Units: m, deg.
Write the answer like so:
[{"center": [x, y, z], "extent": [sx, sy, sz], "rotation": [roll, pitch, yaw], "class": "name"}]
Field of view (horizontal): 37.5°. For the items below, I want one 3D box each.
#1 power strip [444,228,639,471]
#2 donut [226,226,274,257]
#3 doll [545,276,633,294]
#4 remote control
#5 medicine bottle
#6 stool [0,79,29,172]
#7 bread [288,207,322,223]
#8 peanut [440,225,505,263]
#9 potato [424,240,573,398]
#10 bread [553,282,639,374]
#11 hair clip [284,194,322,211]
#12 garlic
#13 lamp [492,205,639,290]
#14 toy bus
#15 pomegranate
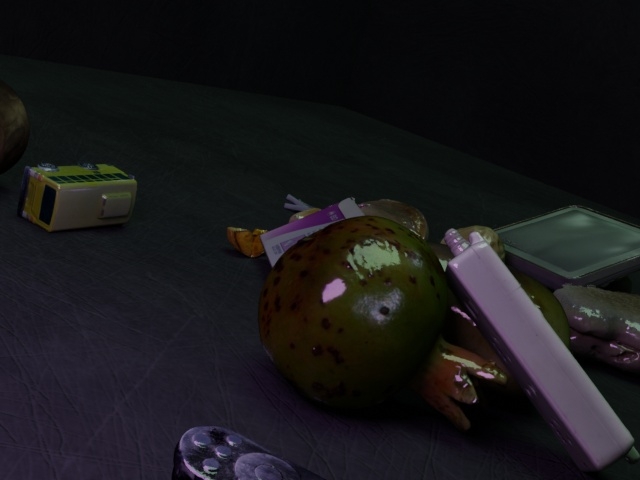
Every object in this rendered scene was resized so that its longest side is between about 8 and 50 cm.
[{"center": [0.241, 0.125, 1.091], "extent": [0.338, 0.058, 0.098], "rotation": [56, -4, 13], "class": "power strip"}, {"center": [-0.118, -0.007, 1.569], "extent": [0.037, 0.067, 0.083], "rotation": [5, 36, 42], "class": "donut"}, {"center": [0.463, 0.066, 1.832], "extent": [0.155, 0.113, 0.275], "rotation": [33, -3, -37], "class": "doll"}, {"center": [-0.005, 0.238, 0.773], "extent": [0.265, 0.066, 0.090], "rotation": [24, 29, 14], "class": "remote control"}, {"center": [0.000, 0.011, 1.478], "extent": [0.171, 0.052, 0.201], "rotation": [-23, 21, -2], "class": "medicine bottle"}, {"center": [-0.565, -0.157, 1.416], "extent": [0.179, 0.179, 0.264], "rotation": [16, 13, -1], "class": "stool"}, {"center": [0.001, 0.000, 1.640], "extent": [0.125, 0.082, 0.106], "rotation": [32, 29, 19], "class": "bread"}, {"center": [0.259, 0.047, 1.618], "extent": [0.120, 0.136, 0.298], "rotation": [26, 14, 1], "class": "peanut"}, {"center": [0.185, 0.099, 1.256], "extent": [0.307, 0.173, 0.210], "rotation": [22, 14, 9], "class": "potato"}, {"center": [0.518, 0.157, 1.561], "extent": [0.337, 0.102, 0.183], "rotation": [6, 20, -41], "class": "bread"}, {"center": [-0.019, -0.063, 1.949], "extent": [0.115, 0.030, 0.039], "rotation": [25, 16, 33], "class": "hair clip"}, {"center": [0.147, -0.033, 1.918], "extent": [0.195, 0.087, 0.101], "rotation": [26, 30, 27], "class": "garlic"}, {"center": [0.463, 0.011, 1.734], "extent": [0.269, 0.047, 0.266], "rotation": [-16, 23, -25], "class": "lamp"}, {"center": [-0.373, -0.068, 1.471], "extent": [0.101, 0.088, 0.175], "rotation": [26, 20, 30], "class": "toy bus"}, {"center": [0.060, 0.110, 1.072], "extent": [0.286, 0.231, 0.231], "rotation": [52, 28, 19], "class": "pomegranate"}]
